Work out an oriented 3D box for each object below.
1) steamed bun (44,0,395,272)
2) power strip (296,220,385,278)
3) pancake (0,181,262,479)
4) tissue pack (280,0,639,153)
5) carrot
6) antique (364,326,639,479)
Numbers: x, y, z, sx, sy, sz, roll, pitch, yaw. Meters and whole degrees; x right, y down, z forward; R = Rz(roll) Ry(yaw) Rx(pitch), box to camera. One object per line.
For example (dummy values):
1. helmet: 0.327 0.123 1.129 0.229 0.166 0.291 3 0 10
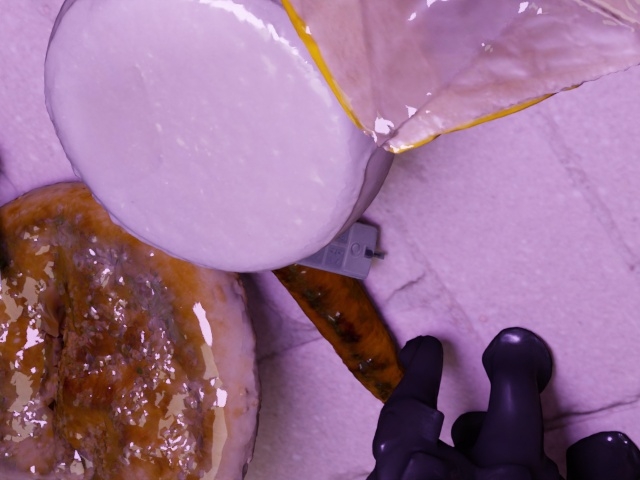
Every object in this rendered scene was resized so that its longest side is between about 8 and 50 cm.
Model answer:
1. steamed bun: -0.067 -0.124 1.339 0.283 0.177 0.283 11 125 16
2. power strip: 0.000 0.000 1.467 0.136 0.051 0.019 15 176 -31
3. pancake: -0.214 0.132 1.577 0.386 0.082 0.387 8 103 33
4. tissue pack: 0.098 -0.280 1.008 0.228 0.382 0.293 -17 117 31
5. carrot: -0.001 0.041 1.517 0.066 0.066 0.314 -20 116 34
6. antique: 0.162 0.249 1.490 0.185 0.255 0.322 -29 109 40
